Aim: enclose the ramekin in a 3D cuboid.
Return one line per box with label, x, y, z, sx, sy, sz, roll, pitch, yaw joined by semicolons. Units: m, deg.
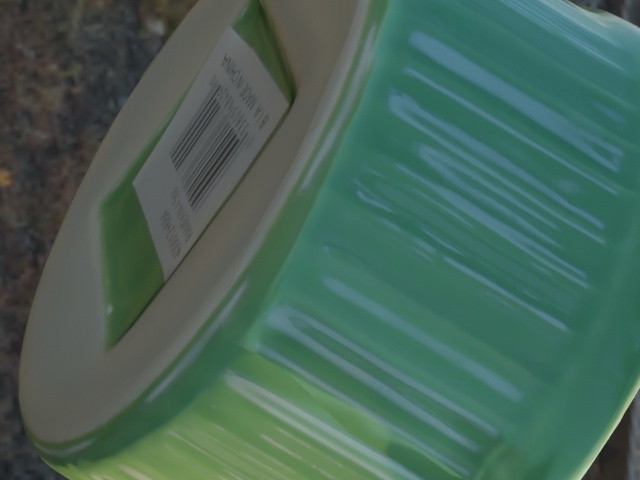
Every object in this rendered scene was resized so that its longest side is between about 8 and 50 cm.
ramekin;0.000;0.000;0.661;0.148;0.303;0.303;31;41;-23
